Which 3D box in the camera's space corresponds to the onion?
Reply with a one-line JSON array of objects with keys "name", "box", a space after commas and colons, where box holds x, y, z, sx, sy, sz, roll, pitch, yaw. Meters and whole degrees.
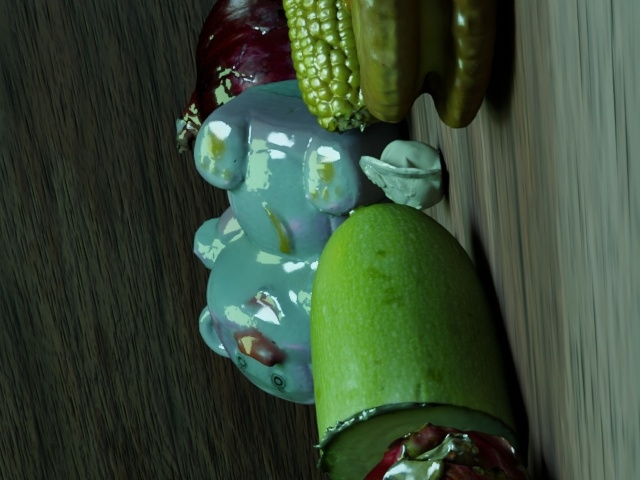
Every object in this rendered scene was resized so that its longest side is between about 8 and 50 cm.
[{"name": "onion", "box": [-0.062, -0.164, 1.714, 0.314, 0.232, 0.314, -8, -90, -90]}]

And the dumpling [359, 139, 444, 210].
[{"name": "dumpling", "box": [0.059, -0.044, 1.028, 0.076, 0.057, 0.052, -100, 2, -61]}]

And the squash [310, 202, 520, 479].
[{"name": "squash", "box": [0.046, 0.058, 0.872, 0.123, 0.123, 0.186, 83, 179, -53]}]

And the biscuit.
[{"name": "biscuit", "box": [0.044, -0.166, 0.729, 0.220, 0.066, 0.220, 175, 90, -90]}]

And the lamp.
[{"name": "lamp", "box": [0.000, 0.000, 1.366, 0.247, 0.247, 0.301, -44, -40, -53]}]

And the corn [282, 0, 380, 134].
[{"name": "corn", "box": [0.009, -0.237, 1.222, 0.102, 0.102, 0.313, 87, 170, -79]}]

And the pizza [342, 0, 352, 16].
[{"name": "pizza", "box": [0.028, -0.244, 1.008, 0.197, 0.058, 0.292, 84, 177, -51]}]

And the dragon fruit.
[{"name": "dragon fruit", "box": [0.083, 0.193, 0.805, 0.125, 0.125, 0.246, 63, -175, 36]}]
